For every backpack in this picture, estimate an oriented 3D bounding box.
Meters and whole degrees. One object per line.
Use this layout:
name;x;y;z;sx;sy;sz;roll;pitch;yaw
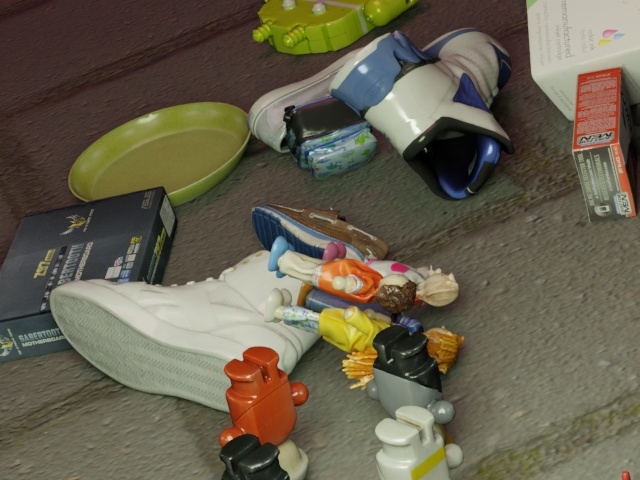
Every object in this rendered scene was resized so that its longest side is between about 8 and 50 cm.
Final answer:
backpack;0.012;-0.120;2.067;0.105;0.084;0.114;-21;-11;-8

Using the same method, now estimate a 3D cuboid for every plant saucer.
plant saucer;-0.196;-0.097;2.204;0.241;0.037;0.241;-14;31;8

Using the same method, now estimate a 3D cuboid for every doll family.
doll family;0.049;0.076;1.674;0.163;0.118;0.263;18;6;17

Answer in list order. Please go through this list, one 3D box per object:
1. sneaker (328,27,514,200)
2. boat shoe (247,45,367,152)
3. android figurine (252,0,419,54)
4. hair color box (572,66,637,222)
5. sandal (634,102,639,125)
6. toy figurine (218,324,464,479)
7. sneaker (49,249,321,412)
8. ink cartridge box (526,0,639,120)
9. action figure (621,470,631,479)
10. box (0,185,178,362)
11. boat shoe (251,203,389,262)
sneaker;0.144;-0.133;1.994;0.127;0.182;0.315;-42;-13;26
boat shoe;0.022;-0.167;2.176;0.227;0.079;0.081;-26;54;-21
android figurine;0.025;-0.337;2.465;0.273;0.056;0.248;-35;34;-30
hair color box;0.304;-0.104;1.882;0.053;0.093;0.167;-9;32;17
sandal;0.436;-0.106;1.850;0.097;0.054;0.254;3;6;-32
toy figurine;0.018;0.189;1.516;0.209;0.148;0.213;-10;28;2
sneaker;-0.127;0.076;1.823;0.292;0.108;0.169;18;43;32
ink cartridge box;0.413;-0.285;1.968;0.353;0.119;0.207;-15;60;25
action figure;0.257;0.233;1.414;0.038;0.030;0.115;-13;35;21
box;-0.270;0.035;2.002;0.183;0.059;0.232;-12;31;14
boat shoe;0.000;0.000;1.916;0.066;0.066;0.183;-32;42;-31
